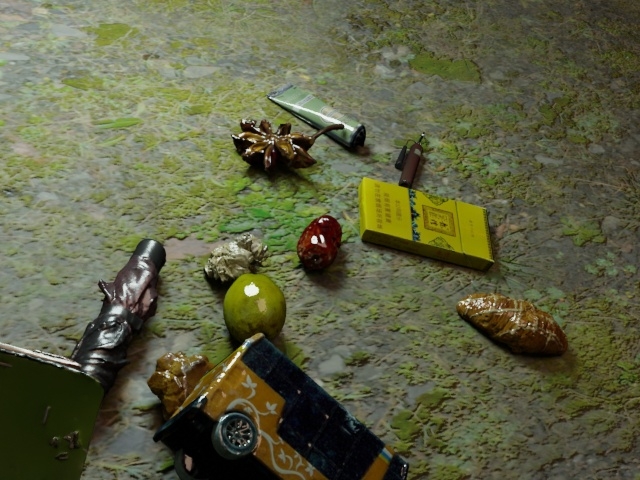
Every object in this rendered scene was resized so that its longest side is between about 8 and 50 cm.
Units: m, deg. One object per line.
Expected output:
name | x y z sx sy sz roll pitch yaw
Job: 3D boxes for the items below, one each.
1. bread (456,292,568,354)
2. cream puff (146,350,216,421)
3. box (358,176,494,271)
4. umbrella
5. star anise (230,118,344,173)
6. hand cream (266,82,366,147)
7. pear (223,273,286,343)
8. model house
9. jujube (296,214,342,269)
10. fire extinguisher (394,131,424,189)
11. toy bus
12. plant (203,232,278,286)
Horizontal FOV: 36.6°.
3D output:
bread | 0.371 0.154 1.826 0.233 0.076 0.105 21 42 -4
cream puff | -0.205 0.226 1.469 0.122 0.094 0.116 48 40 -24
box | 0.211 -0.033 1.949 0.279 0.041 0.153 14 44 -14
umbrella | -0.309 0.115 1.519 0.094 0.090 0.326 8 43 11
star anise | -0.061 -0.188 1.929 0.234 0.073 0.177 0 40 -5
hand cream | 0.000 -0.269 2.063 0.235 0.055 0.086 34 41 17
pear | -0.108 0.116 1.610 0.107 0.107 0.131 4 53 -23
model house | -0.444 0.240 1.328 0.294 0.207 0.154 15 -1 0
jujube | 0.000 0.000 1.791 0.077 0.077 0.129 24 39 -3
fire extinguisher | 0.189 -0.170 2.076 0.049 0.035 0.173 -4 38 23
toy bus | -0.047 0.305 1.367 0.323 0.162 0.194 42 47 -6
plant | -0.134 0.051 1.690 0.116 0.104 0.122 -37 97 -16
